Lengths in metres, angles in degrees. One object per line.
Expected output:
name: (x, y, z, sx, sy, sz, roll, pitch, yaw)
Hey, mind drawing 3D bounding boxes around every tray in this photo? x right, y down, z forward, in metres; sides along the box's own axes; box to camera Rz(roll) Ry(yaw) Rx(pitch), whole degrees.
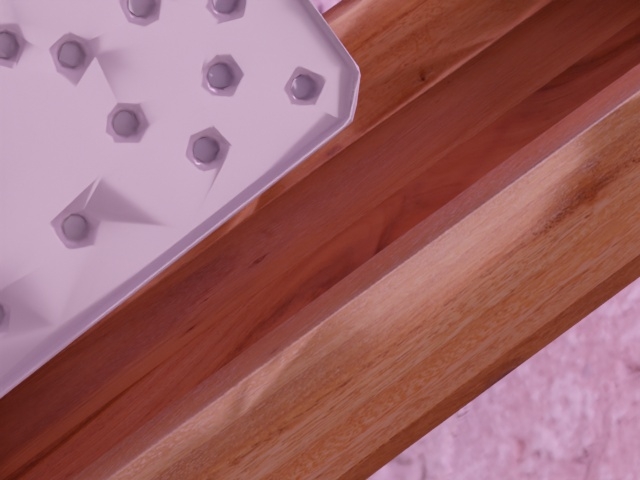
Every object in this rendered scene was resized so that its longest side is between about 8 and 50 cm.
tray: (0.000, 0.000, 0.594, 0.411, 0.203, 0.076, -37, 121, -5)

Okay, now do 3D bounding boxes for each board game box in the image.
board game box: (-0.248, -0.085, 0.502, 0.390, 0.050, 0.390, -38, 103, -5)
